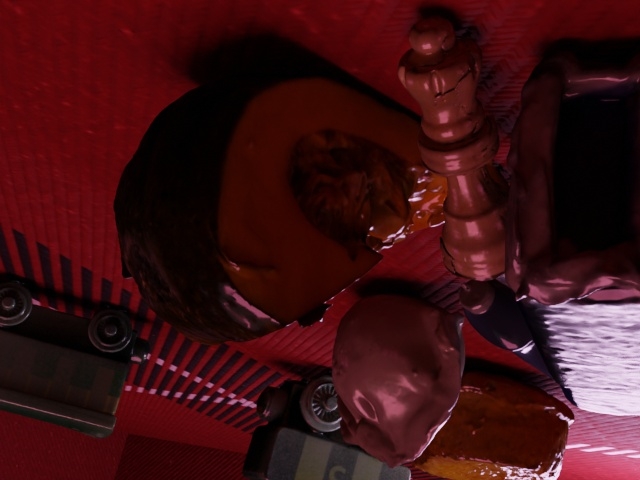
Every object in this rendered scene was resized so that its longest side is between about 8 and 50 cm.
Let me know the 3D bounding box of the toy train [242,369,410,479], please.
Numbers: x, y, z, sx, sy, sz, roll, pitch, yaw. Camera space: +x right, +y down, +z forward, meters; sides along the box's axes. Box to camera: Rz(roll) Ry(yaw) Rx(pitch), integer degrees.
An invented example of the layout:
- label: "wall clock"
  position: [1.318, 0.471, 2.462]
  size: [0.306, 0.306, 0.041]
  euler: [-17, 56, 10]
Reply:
- label: "toy train"
  position: [0.021, 0.356, 1.534]
  size: [0.299, 0.238, 0.167]
  euler: [21, 162, -16]

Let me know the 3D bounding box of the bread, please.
- label: "bread"
  position: [0.240, 0.273, 1.300]
  size: [0.269, 0.145, 0.268]
  euler: [8, 160, 3]

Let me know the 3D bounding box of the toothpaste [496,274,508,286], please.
- label: "toothpaste"
  position: [0.211, 0.044, 0.847]
  size: [0.239, 0.039, 0.062]
  euler: [30, 169, -41]

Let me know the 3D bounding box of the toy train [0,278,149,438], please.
- label: "toy train"
  position: [-0.430, 0.182, 1.413]
  size: [0.301, 0.202, 0.120]
  euler: [18, 164, -13]

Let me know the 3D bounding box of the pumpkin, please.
- label: "pumpkin"
  position: [0.001, 0.000, 0.642]
  size: [0.281, 0.190, 0.139]
  euler: [24, 157, -28]

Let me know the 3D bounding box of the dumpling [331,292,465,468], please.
- label: "dumpling"
  position: [0.082, 0.155, 1.008]
  size: [0.147, 0.193, 0.258]
  euler: [17, 158, -22]

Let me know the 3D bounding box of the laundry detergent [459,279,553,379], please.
- label: "laundry detergent"
  position: [0.212, 0.090, 0.917]
  size: [0.206, 0.061, 0.096]
  euler: [32, -163, -35]

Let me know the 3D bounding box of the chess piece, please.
- label: "chess piece"
  position: [0.087, -0.057, 0.558]
  size: [0.060, 0.060, 0.172]
  euler: [2, 130, 29]

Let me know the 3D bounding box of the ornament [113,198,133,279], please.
- label: "ornament"
  position: [-0.158, 0.011, 0.939]
  size: [0.081, 0.088, 0.203]
  euler: [-8, 170, -6]

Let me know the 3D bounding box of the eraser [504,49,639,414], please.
- label: "eraser"
  position: [0.199, 0.019, 0.612]
  size: [0.102, 0.154, 0.332]
  euler: [3, 158, 24]
